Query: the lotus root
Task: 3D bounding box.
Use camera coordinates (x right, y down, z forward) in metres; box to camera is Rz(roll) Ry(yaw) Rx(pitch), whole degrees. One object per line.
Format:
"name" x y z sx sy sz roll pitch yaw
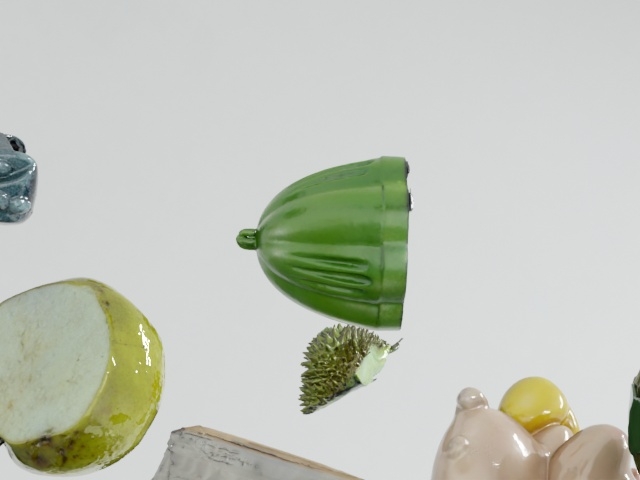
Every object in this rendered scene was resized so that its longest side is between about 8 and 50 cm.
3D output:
"lotus root" 0.000 0.000 1.221 0.186 0.186 0.186 27 -16 9

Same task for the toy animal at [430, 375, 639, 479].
"toy animal" 0.306 0.303 1.539 0.247 0.277 0.345 4 -28 36

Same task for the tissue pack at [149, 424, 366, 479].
"tissue pack" -0.063 0.352 1.167 0.238 0.238 0.305 24 -29 17

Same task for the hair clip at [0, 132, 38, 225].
"hair clip" -0.541 -0.090 1.624 0.310 0.206 0.194 30 8 -33

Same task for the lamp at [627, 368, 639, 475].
"lamp" 0.466 0.195 1.397 0.250 0.250 0.284 30 20 -3

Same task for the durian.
"durian" 0.024 0.163 1.655 0.095 0.137 0.220 63 19 7

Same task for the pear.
"pear" -0.173 0.102 0.875 0.141 0.141 0.104 20 -19 30
